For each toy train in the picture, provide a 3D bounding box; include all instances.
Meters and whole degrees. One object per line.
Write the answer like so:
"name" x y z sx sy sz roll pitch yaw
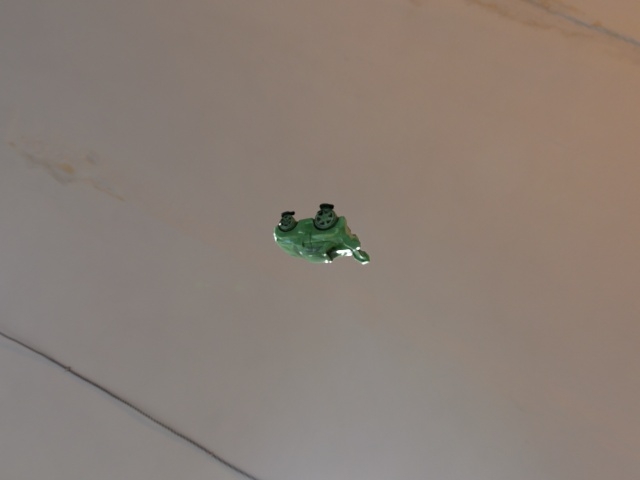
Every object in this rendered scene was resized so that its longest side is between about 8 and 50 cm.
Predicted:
"toy train" 0.000 0.000 0.896 0.149 0.099 0.081 -10 -119 17
